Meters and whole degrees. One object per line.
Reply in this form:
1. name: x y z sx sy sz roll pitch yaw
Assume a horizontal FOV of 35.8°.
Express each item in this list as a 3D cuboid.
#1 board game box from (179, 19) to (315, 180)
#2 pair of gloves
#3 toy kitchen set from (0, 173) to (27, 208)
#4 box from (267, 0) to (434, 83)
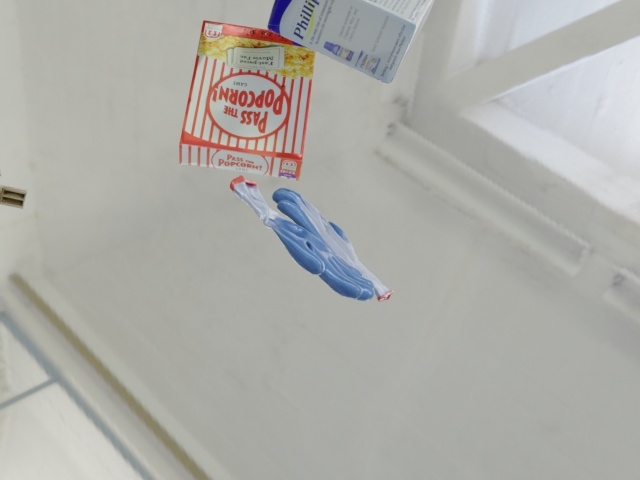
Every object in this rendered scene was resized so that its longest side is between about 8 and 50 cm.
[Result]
1. board game box: -0.086 -0.173 1.209 0.045 0.147 0.193 104 -8 -60
2. pair of gloves: 0.000 0.000 0.912 0.159 0.198 0.023 44 -79 14
3. toy kitchen set: -0.529 -0.091 1.675 0.083 0.075 0.068 19 -85 63
4. box: 0.035 -0.236 0.993 0.137 0.126 0.072 26 -55 2
